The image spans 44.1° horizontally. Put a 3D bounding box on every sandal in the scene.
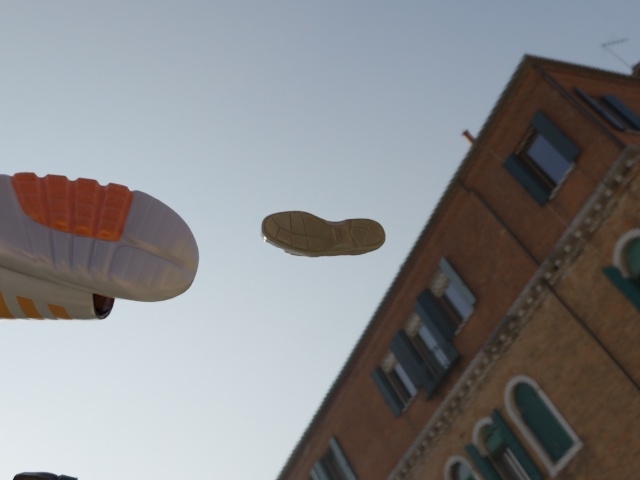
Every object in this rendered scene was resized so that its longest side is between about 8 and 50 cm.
[{"bbox_3d":[-0.208,0.004,0.518,0.265,0.102,0.076,12,-56,4],"label":"sandal"}]

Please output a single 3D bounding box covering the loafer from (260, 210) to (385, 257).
[{"bbox_3d":[0.000,0.000,0.765,0.125,0.045,0.039,3,-26,-18],"label":"loafer"}]

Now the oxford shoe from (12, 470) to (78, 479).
[{"bbox_3d":[-0.382,0.362,1.029,0.096,0.083,0.227,19,-52,-9],"label":"oxford shoe"}]
